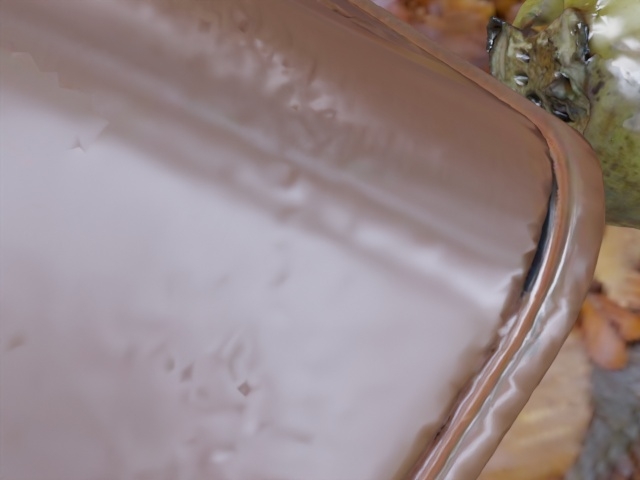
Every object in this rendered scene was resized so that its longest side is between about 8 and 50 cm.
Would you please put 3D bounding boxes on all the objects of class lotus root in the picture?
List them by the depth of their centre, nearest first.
[{"bbox_3d":[0.216,-0.082,1.019,0.274,0.152,0.160,-11,64,-28],"label":"lotus root"}]

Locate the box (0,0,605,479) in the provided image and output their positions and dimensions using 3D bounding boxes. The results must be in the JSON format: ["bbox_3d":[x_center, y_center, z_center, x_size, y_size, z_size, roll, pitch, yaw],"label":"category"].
[{"bbox_3d":[-0.135,0.049,0.521,0.229,0.239,0.339,27,98,-25],"label":"box"}]
